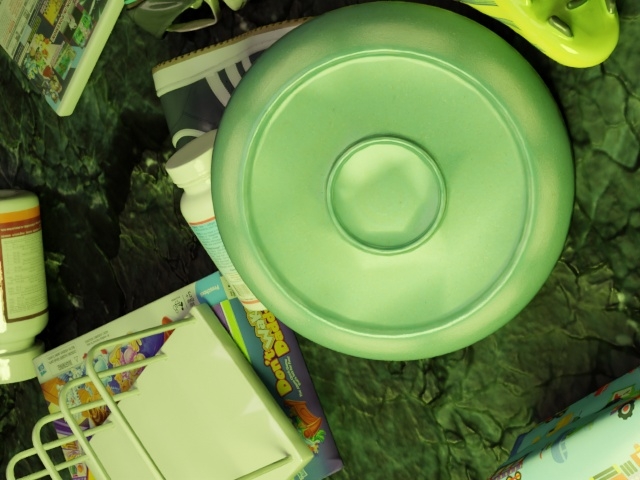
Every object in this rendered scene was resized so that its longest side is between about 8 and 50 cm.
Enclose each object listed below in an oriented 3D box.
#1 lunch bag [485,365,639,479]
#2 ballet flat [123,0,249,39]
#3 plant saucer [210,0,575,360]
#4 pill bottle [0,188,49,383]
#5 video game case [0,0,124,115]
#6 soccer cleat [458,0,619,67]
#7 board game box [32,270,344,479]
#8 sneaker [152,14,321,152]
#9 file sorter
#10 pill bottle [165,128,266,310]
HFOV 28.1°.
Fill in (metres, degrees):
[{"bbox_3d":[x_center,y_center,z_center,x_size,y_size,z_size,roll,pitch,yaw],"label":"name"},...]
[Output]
[{"bbox_3d":[0.299,0.253,1.010,0.221,0.138,0.293,-38,85,36],"label":"lunch bag"},{"bbox_3d":[-0.109,-0.255,1.279,0.203,0.074,0.074,-22,85,35],"label":"ballet flat"},{"bbox_3d":[0.057,-0.042,1.088,0.317,0.044,0.318,2,104,8],"label":"plant saucer"},{"bbox_3d":[-0.392,0.054,1.544,0.121,0.121,0.221,6,103,39],"label":"pill bottle"},{"bbox_3d":[-0.305,-0.277,1.464,0.183,0.023,0.201,49,125,22],"label":"video game case"},{"bbox_3d":[0.134,-0.234,1.076,0.289,0.093,0.121,44,155,20],"label":"soccer cleat"},{"bbox_3d":[-0.157,0.186,1.401,0.347,0.078,0.233,-25,83,41],"label":"board game box"},{"bbox_3d":[-0.047,-0.122,1.227,0.282,0.099,0.153,-9,92,45],"label":"sneaker"},{"bbox_3d":[-0.185,0.234,1.270,0.193,0.173,0.278,53,128,19],"label":"file sorter"},{"bbox_3d":[-0.074,-0.020,1.186,0.087,0.087,0.160,-12,119,41],"label":"pill bottle"}]
